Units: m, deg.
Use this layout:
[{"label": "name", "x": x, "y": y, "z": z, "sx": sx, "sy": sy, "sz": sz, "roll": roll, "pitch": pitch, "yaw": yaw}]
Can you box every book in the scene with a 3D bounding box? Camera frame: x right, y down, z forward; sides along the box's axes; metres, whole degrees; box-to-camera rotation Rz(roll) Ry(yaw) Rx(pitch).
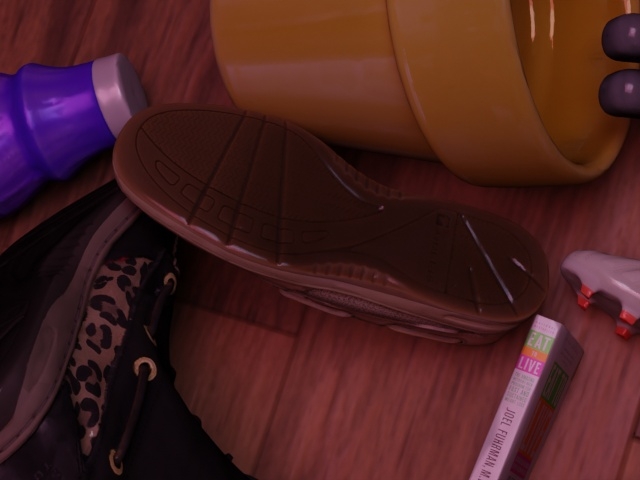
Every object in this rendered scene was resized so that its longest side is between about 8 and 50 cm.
[{"label": "book", "x": 0.130, "y": 0.126, "z": 1.075, "sx": 0.035, "sy": 0.096, "sz": 0.144, "roll": 21, "pitch": 83, "yaw": 18}]

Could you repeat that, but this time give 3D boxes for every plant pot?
[{"label": "plant pot", "x": 0.066, "y": -0.159, "z": 1.096, "sx": 0.239, "sy": 0.254, "sz": 0.254, "roll": -2, "pitch": 76, "yaw": 31}]

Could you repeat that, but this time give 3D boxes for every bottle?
[{"label": "bottle", "x": -0.271, "y": -0.069, "z": 1.226, "sx": 0.282, "sy": 0.092, "sz": 0.118, "roll": -16, "pitch": 72, "yaw": 10}]

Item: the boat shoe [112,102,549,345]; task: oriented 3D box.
[{"label": "boat shoe", "x": 0.000, "y": 0.000, "z": 1.090, "sx": 0.302, "sy": 0.098, "sz": 0.109, "roll": 19, "pitch": 62, "yaw": -6}]

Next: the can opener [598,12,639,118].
[{"label": "can opener", "x": 0.322, "y": -0.108, "z": 1.052, "sx": 0.280, "sy": 0.093, "sz": 0.074, "roll": 4, "pitch": 87, "yaw": -8}]

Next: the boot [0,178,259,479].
[{"label": "boot", "x": -0.110, "y": 0.124, "z": 1.086, "sx": 0.138, "sy": 0.377, "sz": 0.284, "roll": -31, "pitch": 107, "yaw": 18}]

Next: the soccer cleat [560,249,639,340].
[{"label": "soccer cleat", "x": 0.258, "y": 0.046, "z": 1.082, "sx": 0.196, "sy": 0.068, "sz": 0.076, "roll": 26, "pitch": 80, "yaw": 12}]
